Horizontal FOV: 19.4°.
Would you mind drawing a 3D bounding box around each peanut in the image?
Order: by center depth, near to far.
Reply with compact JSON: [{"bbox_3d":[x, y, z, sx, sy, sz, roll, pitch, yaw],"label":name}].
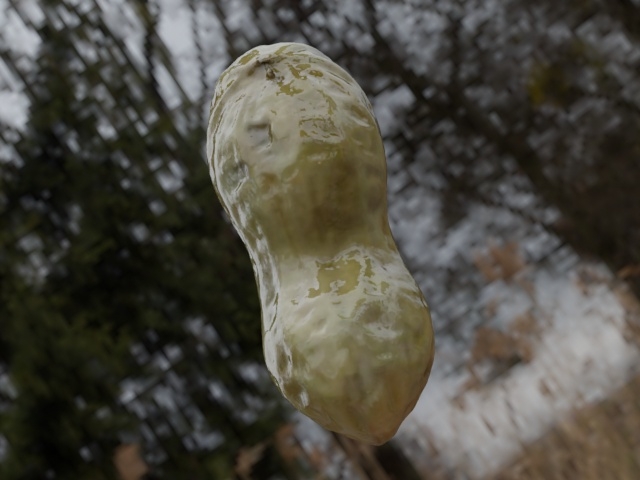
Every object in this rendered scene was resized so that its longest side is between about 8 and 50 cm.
[{"bbox_3d":[0.000,0.000,0.977,0.098,0.229,0.103,-27,-20,30],"label":"peanut"}]
